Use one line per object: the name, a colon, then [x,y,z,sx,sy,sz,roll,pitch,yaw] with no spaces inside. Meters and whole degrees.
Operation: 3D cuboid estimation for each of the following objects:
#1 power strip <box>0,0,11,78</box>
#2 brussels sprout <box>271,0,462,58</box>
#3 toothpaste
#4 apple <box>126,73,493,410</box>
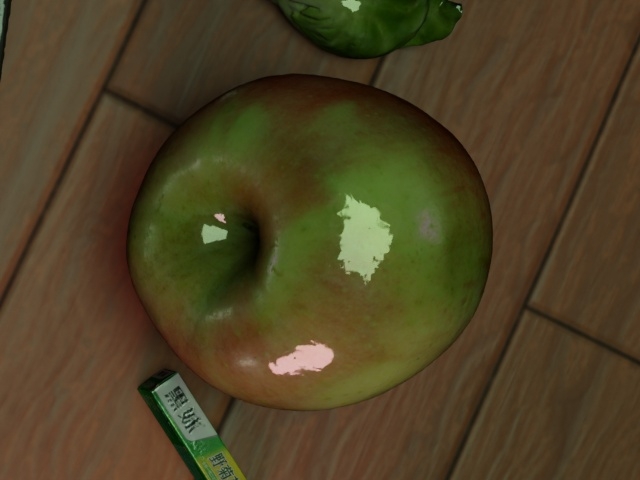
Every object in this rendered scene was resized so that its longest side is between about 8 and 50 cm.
power strip: [-0.391,-0.247,1.722,0.251,0.092,0.257,8,88,6]
brussels sprout: [0.042,-0.242,1.892,0.181,0.100,0.139,1,111,-31]
toothpaste: [-0.112,0.207,1.873,0.037,0.043,0.178,-35,103,-16]
apple: [0.000,0.000,1.775,0.277,0.319,0.319,-3,94,-55]
